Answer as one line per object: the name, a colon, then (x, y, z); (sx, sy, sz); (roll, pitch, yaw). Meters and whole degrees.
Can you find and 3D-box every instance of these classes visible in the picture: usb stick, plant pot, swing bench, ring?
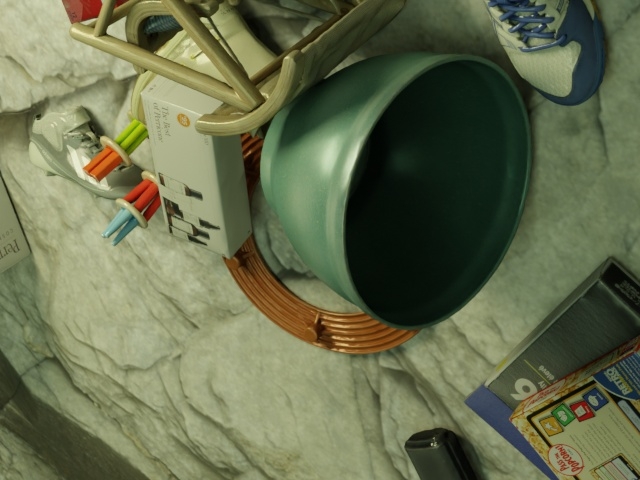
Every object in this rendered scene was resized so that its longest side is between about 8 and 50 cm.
usb stick: (0.193, 0.366, 1.723); (0.077, 0.045, 0.278); (-16, 107, 36)
plant pot: (0.060, -0.072, 1.423); (0.196, 0.293, 0.293); (21, 127, 41)
swing bench: (-0.077, -0.249, 1.400); (0.255, 0.253, 0.165); (38, 134, 9)
ring: (0.000, 0.000, 1.645); (0.337, 0.032, 0.336); (15, 122, 25)

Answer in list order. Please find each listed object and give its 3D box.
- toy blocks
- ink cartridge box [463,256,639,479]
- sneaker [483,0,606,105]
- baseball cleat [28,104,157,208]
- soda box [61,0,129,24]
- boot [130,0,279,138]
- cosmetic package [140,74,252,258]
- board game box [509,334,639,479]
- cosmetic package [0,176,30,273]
toy blocks: (-0.247, -0.077, 1.676); (0.123, 0.148, 0.054); (39, 163, 7)
ink cartridge box: (0.349, 0.219, 1.531); (0.303, 0.072, 0.307); (41, 128, 5)
sneaker: (0.187, -0.256, 1.320); (0.112, 0.131, 0.296); (-17, 107, 35)
baseball cleat: (-0.301, -0.115, 1.741); (0.206, 0.072, 0.109); (17, 117, 19)
soda box: (-0.290, -0.397, 1.558); (0.083, 0.092, 0.263); (-7, 112, 35)
boot: (-0.128, -0.175, 1.591); (0.165, 0.077, 0.213); (45, 126, 7)
cosmetic package: (-0.146, -0.088, 1.585); (0.099, 0.060, 0.239); (19, 141, 21)
board game box: (0.328, 0.206, 1.465); (0.146, 0.045, 0.193); (51, 130, -2)
cosmetic package: (-0.600, -0.129, 1.815); (0.162, 0.230, 0.453); (-4, 115, 32)
